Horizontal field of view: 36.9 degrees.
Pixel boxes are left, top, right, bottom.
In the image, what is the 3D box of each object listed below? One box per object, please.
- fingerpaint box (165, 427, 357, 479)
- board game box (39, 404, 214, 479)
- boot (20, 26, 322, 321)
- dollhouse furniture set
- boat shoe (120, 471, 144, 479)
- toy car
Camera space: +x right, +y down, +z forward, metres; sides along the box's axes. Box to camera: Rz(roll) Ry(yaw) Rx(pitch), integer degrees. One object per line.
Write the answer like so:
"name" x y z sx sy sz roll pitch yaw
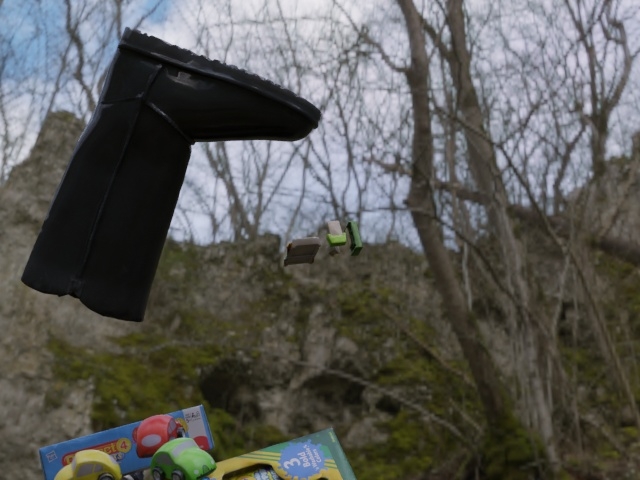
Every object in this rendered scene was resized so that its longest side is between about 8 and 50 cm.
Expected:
"fingerpaint box" -0.071 0.611 1.813 0.371 0.444 0.163 -14 -48 -14
"board game box" -0.382 0.416 1.883 0.308 0.086 0.302 -13 -12 -16
"boot" -0.242 -0.074 1.556 0.367 0.445 0.146 21 -4 10
"dollhouse furniture set" 0.000 0.000 1.784 0.152 0.058 0.076 -5 -30 -18
"boat shoe" -0.408 0.578 2.121 0.075 0.065 0.206 15 -56 21
"toy car" -0.238 0.303 1.362 0.225 0.239 0.053 -6 -80 41
